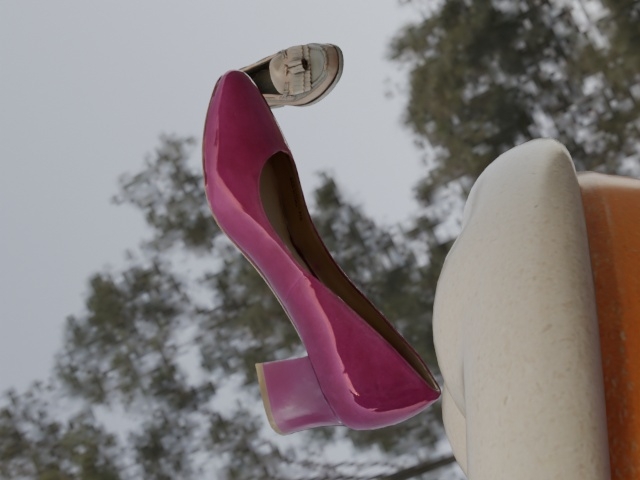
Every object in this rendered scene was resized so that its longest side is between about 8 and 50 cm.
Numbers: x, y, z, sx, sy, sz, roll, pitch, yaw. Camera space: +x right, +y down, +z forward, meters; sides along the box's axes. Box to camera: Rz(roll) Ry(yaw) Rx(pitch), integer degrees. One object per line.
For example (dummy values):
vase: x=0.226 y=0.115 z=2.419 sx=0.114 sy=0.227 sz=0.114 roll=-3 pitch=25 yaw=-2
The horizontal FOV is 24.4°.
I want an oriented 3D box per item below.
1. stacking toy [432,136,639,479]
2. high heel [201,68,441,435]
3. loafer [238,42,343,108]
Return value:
stacking toy: x=0.287 y=0.131 z=0.573 sx=0.350 sy=0.480 sz=0.350 roll=-1 pitch=-90 yaw=-84
high heel: x=0.000 y=0.000 z=0.932 sx=0.082 sy=0.117 sz=0.244 roll=7 pitch=-109 yaw=-59
loafer: x=-0.030 y=-0.124 z=1.130 sx=0.039 sy=0.125 sz=0.045 roll=4 pitch=-98 yaw=-32
